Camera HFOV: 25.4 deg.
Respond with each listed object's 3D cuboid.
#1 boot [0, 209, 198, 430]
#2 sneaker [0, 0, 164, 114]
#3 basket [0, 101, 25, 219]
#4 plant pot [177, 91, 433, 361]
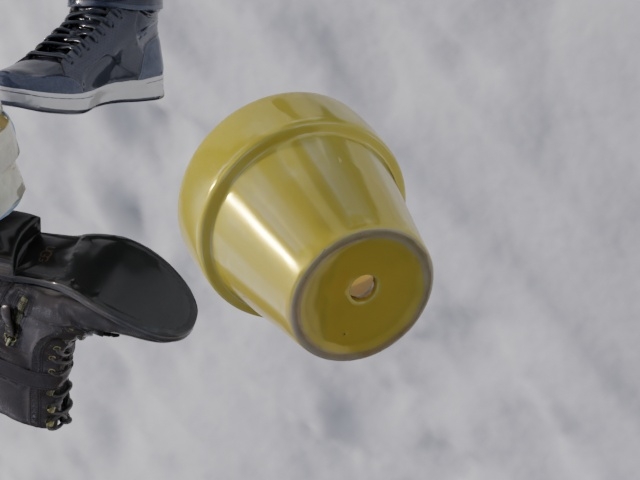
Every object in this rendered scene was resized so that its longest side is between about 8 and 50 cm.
[{"bbox_3d":[-0.244,0.095,1.342,0.263,0.091,0.229,21,131,12],"label":"boot"},{"bbox_3d":[-0.213,-0.197,1.246,0.086,0.226,0.163,11,106,23],"label":"sneaker"},{"bbox_3d":[-0.347,-0.057,0.836,0.289,0.255,0.201,25,142,21],"label":"basket"},{"bbox_3d":[0.000,0.000,1.534,0.239,0.254,0.254,50,165,51],"label":"plant pot"}]
